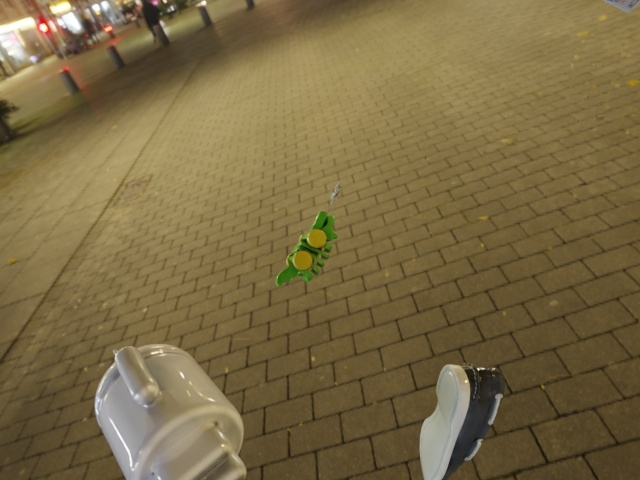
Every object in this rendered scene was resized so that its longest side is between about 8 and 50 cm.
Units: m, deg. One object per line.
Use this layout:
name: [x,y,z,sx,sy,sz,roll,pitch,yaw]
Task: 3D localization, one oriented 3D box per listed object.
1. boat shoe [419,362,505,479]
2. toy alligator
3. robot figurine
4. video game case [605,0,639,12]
boat shoe: [0.243,0.335,0.885,0.091,0.302,0.114,0,40,-8]
toy alligator: [0.000,0.000,0.770,0.189,0.051,0.056,-57,12,-14]
robot figurine: [-0.274,0.318,0.899,0.200,0.299,0.353,-31,39,-26]
video game case: [0.420,-0.363,0.681,0.122,0.087,0.011,2,57,-31]
